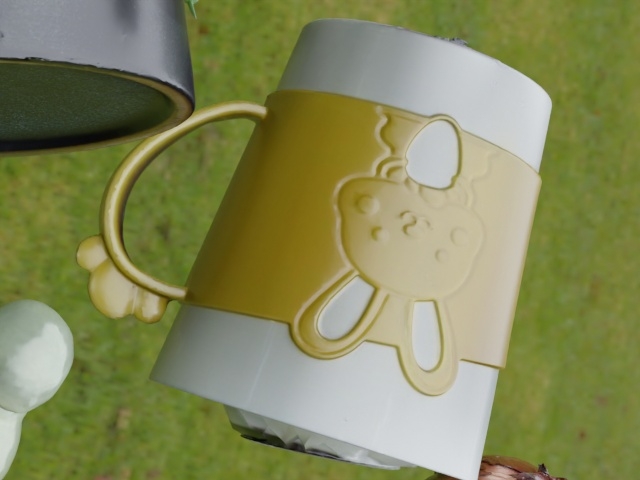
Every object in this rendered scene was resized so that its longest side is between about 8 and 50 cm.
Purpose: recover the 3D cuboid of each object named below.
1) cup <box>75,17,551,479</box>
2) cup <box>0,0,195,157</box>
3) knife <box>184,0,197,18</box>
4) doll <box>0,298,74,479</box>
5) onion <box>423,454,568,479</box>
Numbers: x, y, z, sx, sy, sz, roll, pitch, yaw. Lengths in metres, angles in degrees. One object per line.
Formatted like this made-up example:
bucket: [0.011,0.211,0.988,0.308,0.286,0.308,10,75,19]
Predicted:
cup: [0.000,0.000,0.873,0.185,0.241,0.226,175,-65,-75]
cup: [-0.097,-0.133,0.619,0.166,0.239,0.177,141,-52,-75]
knife: [-0.080,-0.159,0.979,0.212,0.015,0.054,-128,-152,-79]
doll: [-0.183,0.134,0.625,0.154,0.113,0.275,26,63,-19]
onion: [0.070,0.198,0.966,0.184,0.147,0.184,-58,171,-14]
